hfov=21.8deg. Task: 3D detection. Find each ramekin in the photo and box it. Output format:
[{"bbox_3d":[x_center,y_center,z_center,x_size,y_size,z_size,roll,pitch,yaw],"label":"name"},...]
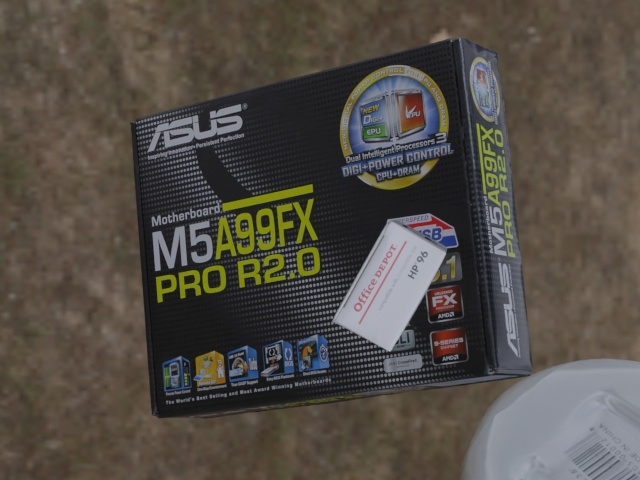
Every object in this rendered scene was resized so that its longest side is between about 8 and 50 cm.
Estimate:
[{"bbox_3d":[0.240,0.228,1.374,0.135,0.277,0.277,87,26,-46],"label":"ramekin"}]

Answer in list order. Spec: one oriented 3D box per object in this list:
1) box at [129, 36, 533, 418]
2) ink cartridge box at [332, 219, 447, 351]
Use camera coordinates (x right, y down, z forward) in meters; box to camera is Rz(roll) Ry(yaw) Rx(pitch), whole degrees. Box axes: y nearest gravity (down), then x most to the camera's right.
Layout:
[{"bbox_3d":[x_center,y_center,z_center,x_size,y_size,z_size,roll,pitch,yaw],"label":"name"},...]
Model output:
[{"bbox_3d":[0.000,0.000,1.114,0.060,0.270,0.216,8,74,-58],"label":"box"},{"bbox_3d":[0.030,0.018,0.696,0.048,0.028,0.083,-61,176,4],"label":"ink cartridge box"}]
